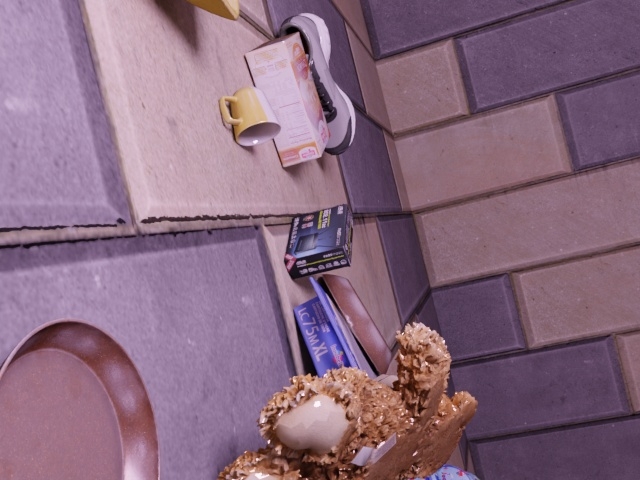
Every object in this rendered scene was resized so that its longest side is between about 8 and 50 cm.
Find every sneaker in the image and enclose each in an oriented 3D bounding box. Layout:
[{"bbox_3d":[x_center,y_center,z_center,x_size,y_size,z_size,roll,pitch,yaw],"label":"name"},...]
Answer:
[{"bbox_3d":[-0.016,-0.287,1.242,0.108,0.100,0.271,-32,104,-61],"label":"sneaker"}]

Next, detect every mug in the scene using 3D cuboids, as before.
[{"bbox_3d":[-0.092,-0.170,0.874,0.078,0.062,0.064,51,20,-74],"label":"mug"}]

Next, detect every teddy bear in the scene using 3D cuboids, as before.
[{"bbox_3d":[0.031,0.192,0.683,0.338,0.113,0.245,-11,126,-45],"label":"teddy bear"}]

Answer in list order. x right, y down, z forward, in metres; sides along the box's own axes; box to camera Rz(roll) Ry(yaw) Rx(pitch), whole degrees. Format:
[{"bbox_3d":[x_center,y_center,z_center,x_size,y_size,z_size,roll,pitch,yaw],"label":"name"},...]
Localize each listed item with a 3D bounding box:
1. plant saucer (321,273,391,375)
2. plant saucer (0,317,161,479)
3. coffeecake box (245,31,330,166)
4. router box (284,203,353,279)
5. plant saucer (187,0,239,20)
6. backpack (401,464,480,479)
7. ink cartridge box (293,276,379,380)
[{"bbox_3d":[0.067,0.133,1.107,0.198,0.036,0.198,60,0,0],"label":"plant saucer"},{"bbox_3d":[-0.152,0.132,0.404,0.168,0.029,0.168,-14,90,-77],"label":"plant saucer"},{"bbox_3d":[-0.048,-0.232,1.083,0.142,0.068,0.185,-73,147,-66],"label":"coffeecake box"},{"bbox_3d":[0.000,0.000,0.996,0.122,0.092,0.038,-84,156,-55],"label":"router box"},{"bbox_3d":[-0.197,-0.435,0.669,0.333,0.081,0.332,46,32,-65],"label":"plant saucer"},{"bbox_3d":[0.215,0.481,1.209,0.117,0.173,0.158,62,21,-45],"label":"backpack"},{"bbox_3d":[0.047,0.203,0.964,0.185,0.065,0.311,65,2,38],"label":"ink cartridge box"}]
